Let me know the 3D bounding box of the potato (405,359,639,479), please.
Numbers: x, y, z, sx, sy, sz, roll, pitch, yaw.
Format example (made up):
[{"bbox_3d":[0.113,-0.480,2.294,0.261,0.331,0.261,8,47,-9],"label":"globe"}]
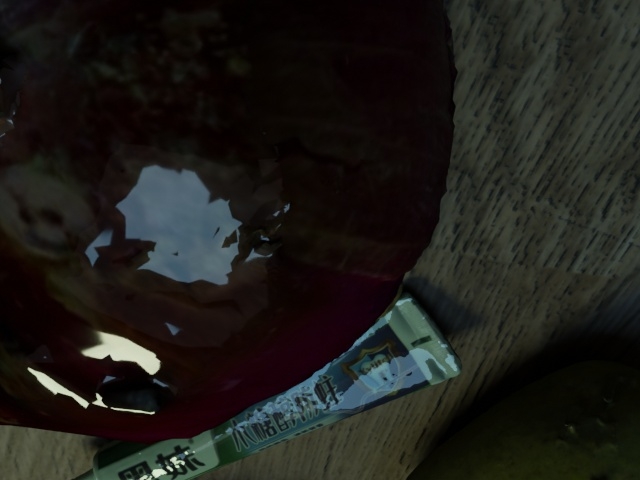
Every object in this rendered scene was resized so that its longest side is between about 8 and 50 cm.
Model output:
[{"bbox_3d":[0.214,0.272,0.970,0.269,0.219,0.359,37,124,-3],"label":"potato"}]

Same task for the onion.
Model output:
[{"bbox_3d":[-0.072,-0.069,0.569,0.347,0.348,0.385,-36,166,29],"label":"onion"}]

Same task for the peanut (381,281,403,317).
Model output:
[{"bbox_3d":[0.002,-0.001,0.782,0.089,0.089,0.193,-19,138,15],"label":"peanut"}]

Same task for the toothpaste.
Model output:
[{"bbox_3d":[-0.067,0.158,0.950,0.392,0.061,0.099,-26,119,19],"label":"toothpaste"}]
